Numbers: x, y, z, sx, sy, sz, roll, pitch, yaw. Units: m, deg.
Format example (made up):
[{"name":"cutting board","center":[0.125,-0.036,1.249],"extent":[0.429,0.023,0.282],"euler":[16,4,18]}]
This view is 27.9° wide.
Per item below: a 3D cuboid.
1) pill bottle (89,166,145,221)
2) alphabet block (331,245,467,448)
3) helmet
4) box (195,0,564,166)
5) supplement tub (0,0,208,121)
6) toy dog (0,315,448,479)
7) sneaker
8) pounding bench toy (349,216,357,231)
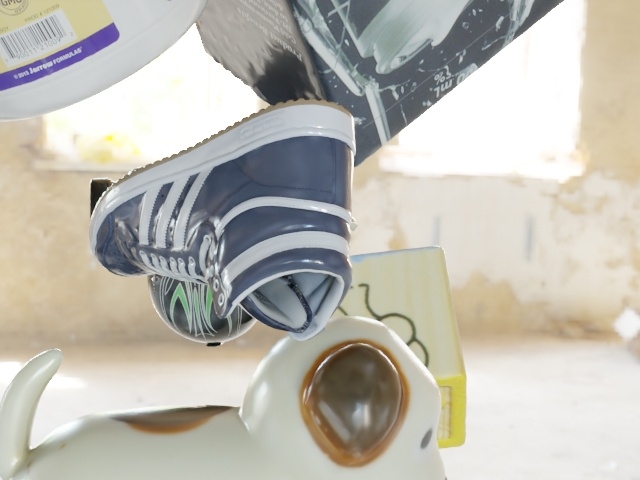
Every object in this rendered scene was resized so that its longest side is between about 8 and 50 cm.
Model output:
[{"name":"pill bottle","center":[-0.196,-0.039,1.725],"extent":[0.219,0.122,0.123],"euler":[-2,8,-7]},{"name":"alphabet block","center":[0.081,0.146,1.649],"extent":[0.192,0.197,0.193],"euler":[-7,-36,3]},{"name":"helmet","center":[-0.138,0.040,1.598],"extent":[0.169,0.169,0.161],"euler":[3,-23,9]},{"name":"box","center":[0.068,-0.419,1.233],"extent":[0.480,0.471,0.297],"euler":[-39,54,-12]},{"name":"supplement tub","center":[-0.252,-0.285,0.981],"extent":[0.241,0.331,0.241],"euler":[-19,30,12]},{"name":"toy dog","center":[-0.069,0.229,1.231],"extent":[0.408,0.395,0.284],"euler":[-30,-8,6]},{"name":"sneaker","center":[-0.082,0.014,0.975],"extent":[0.099,0.153,0.282],"euler":[17,-31,-41]},{"name":"pounding bench toy","center":[0.000,0.000,1.573],"extent":[0.083,0.065,0.052],"euler":[7,21,-4]}]
